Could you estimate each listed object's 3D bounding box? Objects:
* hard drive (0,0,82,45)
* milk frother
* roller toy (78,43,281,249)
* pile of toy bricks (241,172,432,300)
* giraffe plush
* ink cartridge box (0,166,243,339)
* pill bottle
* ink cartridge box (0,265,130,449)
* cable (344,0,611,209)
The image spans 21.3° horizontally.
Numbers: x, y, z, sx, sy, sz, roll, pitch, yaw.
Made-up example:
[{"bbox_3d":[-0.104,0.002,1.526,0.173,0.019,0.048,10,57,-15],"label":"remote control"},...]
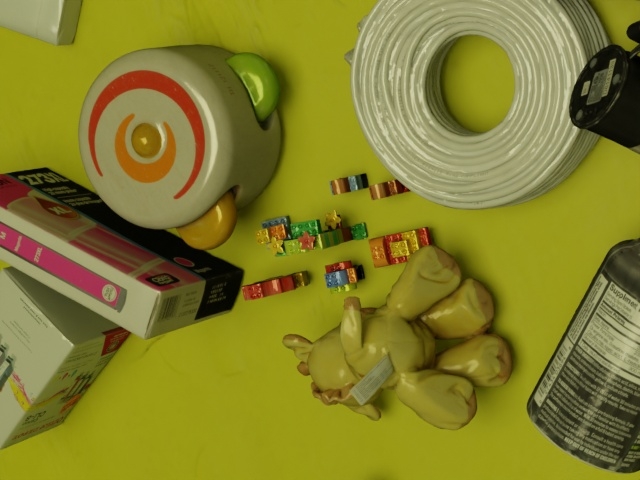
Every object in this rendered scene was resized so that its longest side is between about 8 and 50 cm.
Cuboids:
[{"bbox_3d":[-0.398,-0.364,1.953,0.308,0.040,0.203,20,106,22],"label":"hard drive"},{"bbox_3d":[0.326,-0.132,1.543,0.135,0.143,0.129,22,91,-22],"label":"milk frother"},{"bbox_3d":[-0.153,-0.108,1.806,0.191,0.146,0.209,17,105,24],"label":"roller toy"},{"bbox_3d":[0.000,0.000,1.768,0.212,0.105,0.118,-13,91,28],"label":"pile of toy bricks"},{"bbox_3d":[0.063,0.119,1.736,0.170,0.210,0.181,-21,91,56],"label":"giraffe plush"},{"bbox_3d":[-0.283,-0.007,1.869,0.371,0.176,0.069,24,107,22],"label":"ink cartridge box"},{"bbox_3d":[0.305,0.089,1.614,0.130,0.130,0.245,33,110,19],"label":"pill bottle"},{"bbox_3d":[-0.329,0.126,1.939,0.127,0.128,0.176,45,115,14],"label":"ink cartridge box"},{"bbox_3d":[0.156,-0.159,1.675,0.257,0.089,0.257,-34,82,26],"label":"cable"}]
